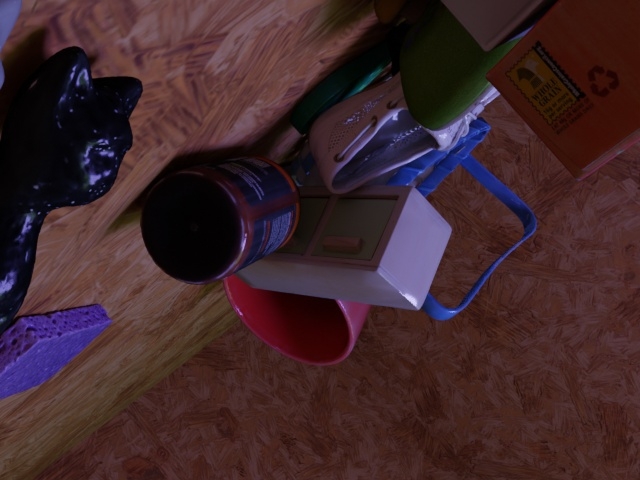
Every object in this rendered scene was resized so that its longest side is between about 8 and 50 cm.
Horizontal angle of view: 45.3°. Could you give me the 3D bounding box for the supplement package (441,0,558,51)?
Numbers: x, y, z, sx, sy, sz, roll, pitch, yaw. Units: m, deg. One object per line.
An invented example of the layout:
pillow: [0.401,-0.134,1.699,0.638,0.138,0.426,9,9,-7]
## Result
supplement package: [0.141,-0.227,0.377,0.204,0.145,0.262,-44,175,33]

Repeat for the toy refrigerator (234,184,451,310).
toy refrigerator: [0.000,0.000,0.863,0.270,0.094,0.102,5,-118,45]

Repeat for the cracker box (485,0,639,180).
cracker box: [0.193,-0.135,0.330,0.232,0.067,0.156,-36,174,-36]

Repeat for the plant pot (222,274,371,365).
plant pot: [-0.003,0.049,1.413,0.243,0.275,0.275,-50,-177,-39]

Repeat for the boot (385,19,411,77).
boot: [0.121,-0.213,0.821,0.099,0.045,0.121,-41,149,-10]

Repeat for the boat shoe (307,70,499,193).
boat shoe: [0.115,-0.131,0.775,0.277,0.096,0.098,-32,135,21]

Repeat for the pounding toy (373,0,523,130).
pounding toy: [0.104,-0.213,0.628,0.183,0.110,0.237,-43,-159,53]

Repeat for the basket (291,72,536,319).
basket: [0.124,-0.062,0.989,0.255,0.289,0.201,-39,176,-42]

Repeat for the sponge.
sponge: [-0.303,0.121,0.809,0.117,0.031,0.210,-41,177,2]

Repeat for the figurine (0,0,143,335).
figurine: [-0.172,-0.011,0.313,0.209,0.092,0.215,-49,175,1]

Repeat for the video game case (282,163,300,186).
video game case: [-0.094,-0.041,1.091,0.193,0.023,0.212,-42,177,20]

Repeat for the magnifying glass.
magnifying glass: [0.059,-0.197,0.848,0.231,0.026,0.092,-38,175,-10]

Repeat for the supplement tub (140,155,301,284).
supplement tub: [-0.082,-0.027,0.745,0.106,0.106,0.198,-42,175,20]
